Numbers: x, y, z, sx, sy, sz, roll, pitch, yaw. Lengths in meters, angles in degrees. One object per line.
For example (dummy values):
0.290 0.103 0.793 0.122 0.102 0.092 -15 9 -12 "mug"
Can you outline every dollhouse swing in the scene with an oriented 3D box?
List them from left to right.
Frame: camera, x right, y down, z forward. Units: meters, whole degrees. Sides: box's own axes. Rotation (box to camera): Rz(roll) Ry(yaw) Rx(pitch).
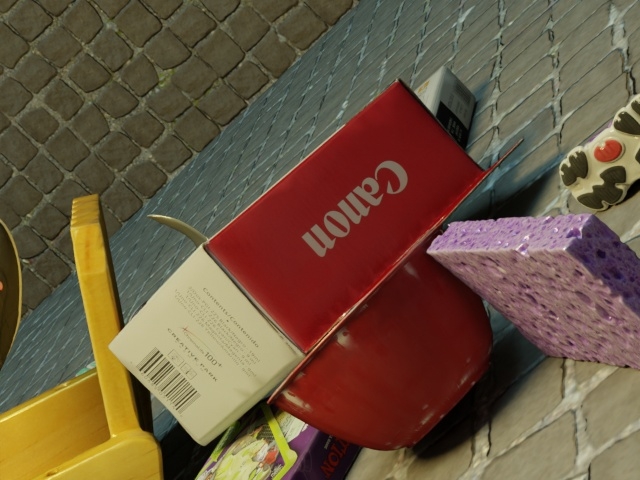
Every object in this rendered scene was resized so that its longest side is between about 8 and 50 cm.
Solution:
-0.299 0.164 1.495 0.315 0.305 0.347 -26 12 -3 "dollhouse swing"

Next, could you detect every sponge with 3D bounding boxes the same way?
0.153 0.033 0.934 0.031 0.117 0.210 -51 13 -12 "sponge"

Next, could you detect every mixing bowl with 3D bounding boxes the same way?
0.059 0.085 1.077 0.181 0.098 0.181 -46 -4 -4 "mixing bowl"

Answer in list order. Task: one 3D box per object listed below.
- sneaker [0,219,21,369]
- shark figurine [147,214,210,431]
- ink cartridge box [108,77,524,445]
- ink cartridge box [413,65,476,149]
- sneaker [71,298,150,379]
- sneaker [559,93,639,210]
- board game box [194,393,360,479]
-0.339 0.087 1.440 0.147 0.104 0.296 134 150 -57 "sneaker"
-0.116 0.051 1.626 0.166 0.116 0.278 -33 41 24 "shark figurine"
0.000 0.000 1.325 0.309 0.130 0.272 -43 0 -42 "ink cartridge box"
0.020 -0.040 1.725 0.371 0.069 0.176 -37 16 27 "ink cartridge box"
-0.262 0.183 1.979 0.224 0.083 0.098 -49 -11 -20 "sneaker"
0.247 -0.085 1.122 0.071 0.068 0.170 -48 11 -34 "sneaker"
-0.079 0.247 1.197 0.208 0.056 0.347 -26 23 47 "board game box"
